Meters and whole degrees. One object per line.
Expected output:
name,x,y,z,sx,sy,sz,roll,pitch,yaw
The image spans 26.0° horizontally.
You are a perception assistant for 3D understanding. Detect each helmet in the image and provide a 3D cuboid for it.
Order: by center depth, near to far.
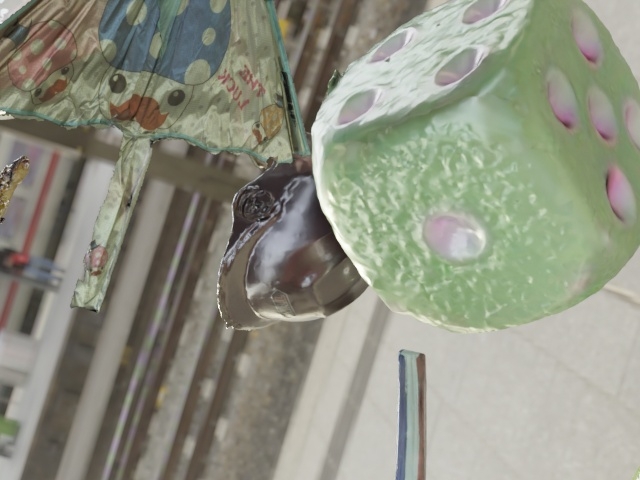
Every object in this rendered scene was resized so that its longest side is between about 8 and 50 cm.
helmet,0.000,0.000,1.871,0.225,0.177,0.305,65,-139,-55

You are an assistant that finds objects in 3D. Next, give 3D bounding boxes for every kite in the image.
kite,-0.127,-0.116,1.037,0.014,0.406,0.368,27,103,36

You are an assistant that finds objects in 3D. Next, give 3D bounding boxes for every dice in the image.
dice,0.204,-0.104,1.684,0.322,0.318,0.330,-19,29,33

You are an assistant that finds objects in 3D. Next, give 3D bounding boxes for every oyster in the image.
oyster,-0.527,-0.013,2.014,0.345,0.078,0.128,-44,14,30

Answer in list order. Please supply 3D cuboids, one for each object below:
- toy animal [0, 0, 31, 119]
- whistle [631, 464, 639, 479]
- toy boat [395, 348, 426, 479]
toy animal,-0.335,-0.236,1.385,0.251,0.310,0.250,4,-90,-89
whistle,0.438,0.286,1.563,0.294,0.141,0.141,-1,-65,-57
toy boat,0.127,0.269,1.966,0.080,0.046,0.228,-29,-62,-80
